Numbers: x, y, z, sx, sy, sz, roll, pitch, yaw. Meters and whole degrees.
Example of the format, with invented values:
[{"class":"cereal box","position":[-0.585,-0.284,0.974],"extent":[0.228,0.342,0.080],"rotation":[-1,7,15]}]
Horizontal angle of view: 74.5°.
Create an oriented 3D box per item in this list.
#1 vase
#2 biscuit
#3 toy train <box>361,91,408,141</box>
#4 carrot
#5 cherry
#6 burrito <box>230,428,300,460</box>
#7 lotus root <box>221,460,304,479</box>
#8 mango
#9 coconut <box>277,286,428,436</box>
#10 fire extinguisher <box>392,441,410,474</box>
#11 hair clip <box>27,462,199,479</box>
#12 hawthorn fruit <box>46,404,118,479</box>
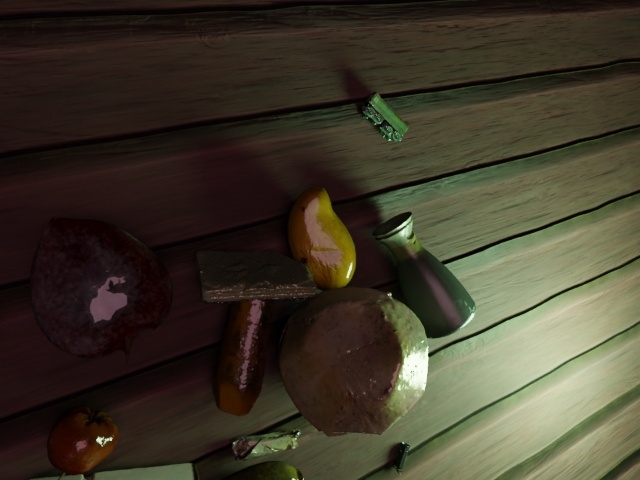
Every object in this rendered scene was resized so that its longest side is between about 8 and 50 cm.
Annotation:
[{"class":"vase","position":[0.269,0.087,1.136],"extent":[0.173,0.173,0.321],"rotation":[-34,98,-20]},{"class":"biscuit","position":[-0.144,0.075,0.939],"extent":[0.252,0.150,0.052],"rotation":[2,121,-21]},{"class":"toy train","position":[0.173,-0.328,1.138],"extent":[0.148,0.038,0.071],"rotation":[39,77,-21]},{"class":"carrot","position":[-0.171,0.234,0.960],"extent":[0.114,0.114,0.302],"rotation":[12,85,-24]},{"class":"cherry","position":[-0.414,0.086,0.796],"extent":[0.230,0.203,0.300],"rotation":[-31,95,-13]},{"class":"burrito","position":[-0.132,0.496,1.025],"extent":[0.171,0.042,0.051],"rotation":[-1,95,-27]},{"class":"lotus root","position":[-0.158,0.593,0.972],"extent":[0.241,0.123,0.124],"rotation":[-11,125,-26]},{"class":"mango","position":[-0.001,0.000,1.034],"extent":[0.157,0.109,0.262],"rotation":[-18,98,-10]},{"class":"coconut","position":[0.073,0.275,0.969],"extent":[0.352,0.352,0.352],"rotation":[-1,92,-24]},{"class":"fire extinguisher","position":[0.227,0.620,1.199],"extent":[0.038,0.025,0.083],"rotation":[17,83,14]},{"class":"hair clip","position":[-0.422,0.532,0.864],"extent":[0.331,0.085,0.101],"rotation":[12,107,-28]},{"class":"hawthorn fruit","position":[-0.467,0.396,0.830],"extent":[0.125,0.125,0.140],"rotation":[-4,105,-24]}]
